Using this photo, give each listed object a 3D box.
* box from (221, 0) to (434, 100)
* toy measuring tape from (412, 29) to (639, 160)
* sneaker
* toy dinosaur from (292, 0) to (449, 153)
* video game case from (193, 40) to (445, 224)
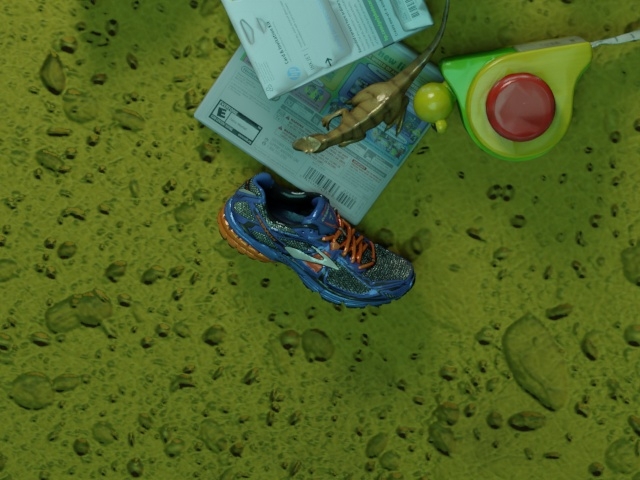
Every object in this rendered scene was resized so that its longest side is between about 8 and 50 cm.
[{"bbox_3d":[0.001,-0.245,1.715,0.186,0.038,0.145,-25,99,3],"label":"box"},{"bbox_3d":[0.258,-0.147,1.715,0.330,0.121,0.121,-9,109,0],"label":"toy measuring tape"},{"bbox_3d":[0.000,0.000,1.796,0.221,0.083,0.087,23,135,-3],"label":"sneaker"},{"bbox_3d":[0.067,-0.144,1.710,0.211,0.112,0.064,-43,87,-4],"label":"toy dinosaur"},{"bbox_3d":[0.005,-0.148,1.784,0.212,0.023,0.193,34,111,-6],"label":"video game case"}]
